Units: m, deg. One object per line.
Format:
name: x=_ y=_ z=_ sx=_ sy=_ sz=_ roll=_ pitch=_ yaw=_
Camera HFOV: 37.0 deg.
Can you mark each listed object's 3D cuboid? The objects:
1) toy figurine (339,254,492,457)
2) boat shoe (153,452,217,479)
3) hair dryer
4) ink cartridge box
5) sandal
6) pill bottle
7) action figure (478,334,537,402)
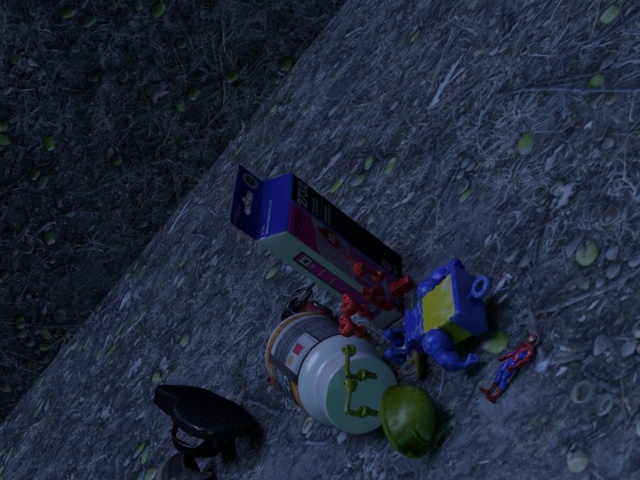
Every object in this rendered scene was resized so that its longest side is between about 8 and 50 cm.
toy figurine: x=0.169 y=0.125 z=1.484 sx=0.217 sy=0.191 sz=0.363 roll=-36 pitch=30 yaw=29
boat shoe: x=-0.239 y=0.520 z=1.855 sx=0.130 sy=0.132 sz=0.355 roll=-27 pitch=21 yaw=2
hair dryer: x=-0.036 y=0.183 z=1.980 sx=0.224 sy=0.080 sz=0.294 roll=-53 pitch=11 yaw=50
ink cartridge box: x=0.000 y=0.000 z=1.735 sx=0.069 sy=0.370 sz=0.176 roll=-42 pitch=27 yaw=30
sandal: x=-0.253 y=0.390 z=2.030 sx=0.445 sy=0.167 sz=0.107 roll=-178 pitch=95 yaw=-72
pill bottle: x=0.017 y=0.228 z=1.660 sx=0.162 sy=0.162 sz=0.278 roll=-57 pitch=22 yaw=-4
action figure: x=0.275 y=0.182 z=1.387 sx=0.115 sy=0.030 sz=0.038 roll=-50 pitch=18 yaw=8
